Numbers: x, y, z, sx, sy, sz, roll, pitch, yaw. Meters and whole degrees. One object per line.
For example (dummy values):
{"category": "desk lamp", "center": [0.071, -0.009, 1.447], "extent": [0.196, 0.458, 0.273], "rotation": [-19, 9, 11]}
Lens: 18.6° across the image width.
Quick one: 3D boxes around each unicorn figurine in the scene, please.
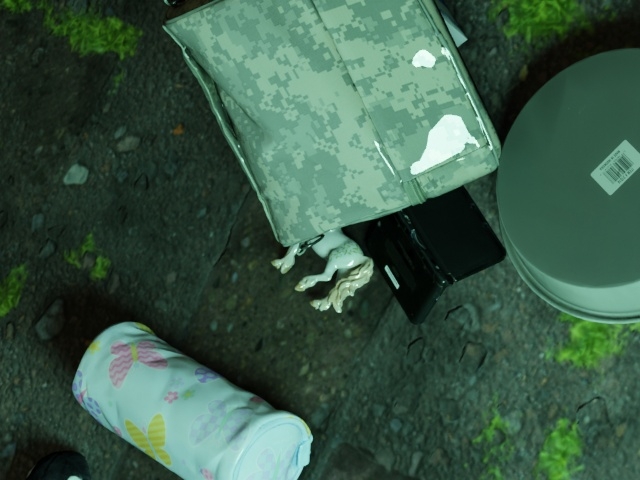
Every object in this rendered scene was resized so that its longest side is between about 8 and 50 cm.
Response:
{"category": "unicorn figurine", "center": [0.000, 0.000, 2.100], "extent": [0.111, 0.060, 0.162], "rotation": [-45, 69, 1]}

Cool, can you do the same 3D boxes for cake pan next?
{"category": "cake pan", "center": [0.299, -0.065, 1.935], "extent": [0.293, 0.054, 0.293], "rotation": [-11, 66, 27]}

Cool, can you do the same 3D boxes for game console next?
{"category": "game console", "center": [0.119, 0.010, 2.044], "extent": [0.122, 0.071, 0.107], "rotation": [60, 136, 34]}

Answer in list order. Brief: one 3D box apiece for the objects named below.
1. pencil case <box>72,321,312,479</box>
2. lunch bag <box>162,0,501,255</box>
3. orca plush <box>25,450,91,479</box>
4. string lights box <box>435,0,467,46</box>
{"category": "pencil case", "center": [-0.137, 0.182, 2.070], "extent": [0.273, 0.113, 0.124], "rotation": [26, 46, 36]}
{"category": "lunch bag", "center": [0.010, -0.165, 1.973], "extent": [0.256, 0.212, 0.305], "rotation": [-25, 103, 6]}
{"category": "orca plush", "center": [-0.338, 0.361, 2.134], "extent": [0.151, 0.102, 0.287], "rotation": [27, 87, 36]}
{"category": "string lights box", "center": [0.040, -0.285, 2.167], "extent": [0.133, 0.077, 0.260], "rotation": [-38, 56, 15]}
